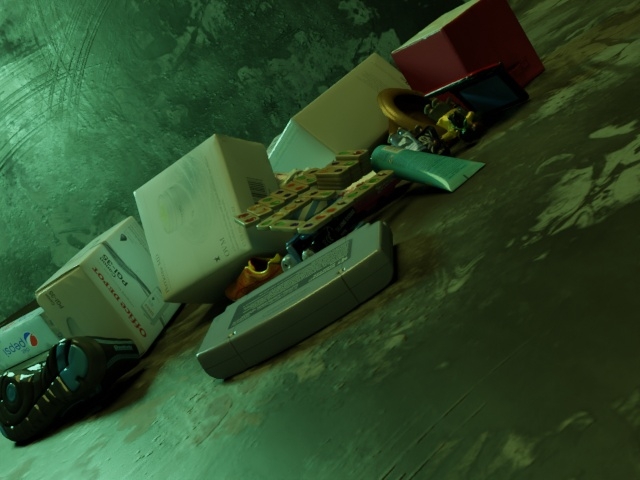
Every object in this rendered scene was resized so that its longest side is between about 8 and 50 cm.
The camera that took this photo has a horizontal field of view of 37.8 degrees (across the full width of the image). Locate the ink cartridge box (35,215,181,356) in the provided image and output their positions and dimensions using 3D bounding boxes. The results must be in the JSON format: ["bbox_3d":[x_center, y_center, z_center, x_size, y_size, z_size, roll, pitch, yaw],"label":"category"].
[{"bbox_3d":[-0.387,0.103,1.784,0.117,0.207,0.283,-31,12,18],"label":"ink cartridge box"}]

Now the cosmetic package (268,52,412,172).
[{"bbox_3d":[0.048,-0.212,1.908,0.365,0.155,0.197,-44,-7,-48],"label":"cosmetic package"}]

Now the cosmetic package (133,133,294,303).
[{"bbox_3d":[-0.189,-0.032,1.660,0.225,0.224,0.138,-31,-22,32],"label":"cosmetic package"}]

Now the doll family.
[{"bbox_3d":[0.212,-0.184,1.651,0.193,0.111,0.076,-41,-27,-8],"label":"doll family"}]

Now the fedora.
[{"bbox_3d":[0.185,-0.223,1.803,0.079,0.194,0.194,-68,-8,30],"label":"fedora"}]

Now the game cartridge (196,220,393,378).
[{"bbox_3d":[-0.030,0.083,1.298,0.297,0.062,0.198,-31,16,12],"label":"game cartridge"}]

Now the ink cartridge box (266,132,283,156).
[{"bbox_3d":[-0.014,-0.235,2.347,0.223,0.129,0.307,-30,12,12],"label":"ink cartridge box"}]

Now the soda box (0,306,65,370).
[{"bbox_3d":[-0.767,0.250,2.468,0.286,0.098,0.091,-25,15,36],"label":"soda box"}]

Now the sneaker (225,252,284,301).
[{"bbox_3d":[-0.106,0.058,1.563,0.175,0.067,0.064,-23,17,46],"label":"sneaker"}]

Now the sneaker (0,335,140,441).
[{"bbox_3d":[-0.449,0.259,1.626,0.341,0.125,0.140,-27,-14,37],"label":"sneaker"}]

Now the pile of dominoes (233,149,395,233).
[{"bbox_3d":[-0.017,-0.085,1.520,0.196,0.040,0.251,4,27,40],"label":"pile of dominoes"}]

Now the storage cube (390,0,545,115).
[{"bbox_3d":[0.294,-0.362,1.889,0.184,0.193,0.215,-39,14,-25],"label":"storage cube"}]

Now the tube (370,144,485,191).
[{"bbox_3d":[0.168,-0.119,1.527,0.080,0.052,0.207,-43,34,-21],"label":"tube"}]

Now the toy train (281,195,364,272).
[{"bbox_3d":[0.000,0.000,1.499,0.105,0.080,0.184,-35,9,34],"label":"toy train"}]

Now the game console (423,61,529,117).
[{"bbox_3d":[0.285,-0.264,1.718,0.124,0.085,0.144,-25,5,-34],"label":"game console"}]

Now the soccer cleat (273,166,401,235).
[{"bbox_3d":[-0.010,-0.084,1.691,0.331,0.143,0.116,-28,13,21],"label":"soccer cleat"}]
